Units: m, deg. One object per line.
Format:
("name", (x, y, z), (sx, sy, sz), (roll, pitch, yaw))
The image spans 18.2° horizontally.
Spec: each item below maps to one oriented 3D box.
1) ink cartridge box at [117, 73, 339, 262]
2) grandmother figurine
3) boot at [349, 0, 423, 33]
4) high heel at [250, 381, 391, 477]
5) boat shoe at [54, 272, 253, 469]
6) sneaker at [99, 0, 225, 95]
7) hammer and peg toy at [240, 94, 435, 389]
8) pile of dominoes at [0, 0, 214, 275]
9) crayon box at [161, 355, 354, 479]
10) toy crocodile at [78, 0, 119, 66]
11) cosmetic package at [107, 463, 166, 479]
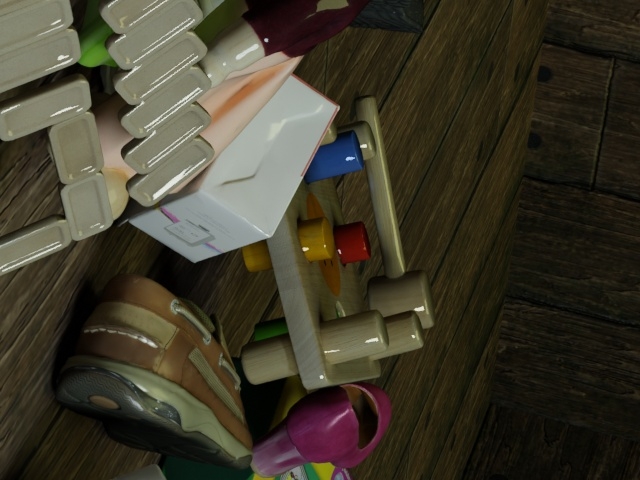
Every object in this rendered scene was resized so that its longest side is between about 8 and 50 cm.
("ink cartridge box", (-0.074, -0.053, 1.489), (0.115, 0.067, 0.198), (-62, -162, -18))
("grandmother figurine", (-0.022, -0.146, 1.306), (0.342, 0.104, 0.208), (-34, -160, 28))
("boot", (0.050, -0.333, 1.932), (0.338, 0.118, 0.223), (22, 75, -85))
("high heel", (0.033, 0.156, 1.838), (0.244, 0.117, 0.082), (-5, 67, -59))
("boat shoe", (-0.114, 0.108, 1.611), (0.324, 0.122, 0.120), (62, 40, -73))
("sneaker", (-0.086, -0.155, 1.441), (0.090, 0.115, 0.232), (-21, 124, -75))
("hammer and peg toy", (0.000, 0.000, 1.813), (0.361, 0.127, 0.266), (6, 70, -78))
("pile of dominoes", (-0.161, -0.087, 1.177), (0.196, 0.040, 0.251), (-23, 147, -14))
("crayon box", (-0.068, 0.339, 1.937), (0.363, 0.106, 0.313), (66, 38, -51))
("toy crocodile", (-0.076, -0.258, 1.325), (0.115, 0.105, 0.341), (-21, -143, 61))
("cosmetic package", (-0.144, 0.366, 1.495), (0.197, 0.155, 0.366), (55, -25, 40))
